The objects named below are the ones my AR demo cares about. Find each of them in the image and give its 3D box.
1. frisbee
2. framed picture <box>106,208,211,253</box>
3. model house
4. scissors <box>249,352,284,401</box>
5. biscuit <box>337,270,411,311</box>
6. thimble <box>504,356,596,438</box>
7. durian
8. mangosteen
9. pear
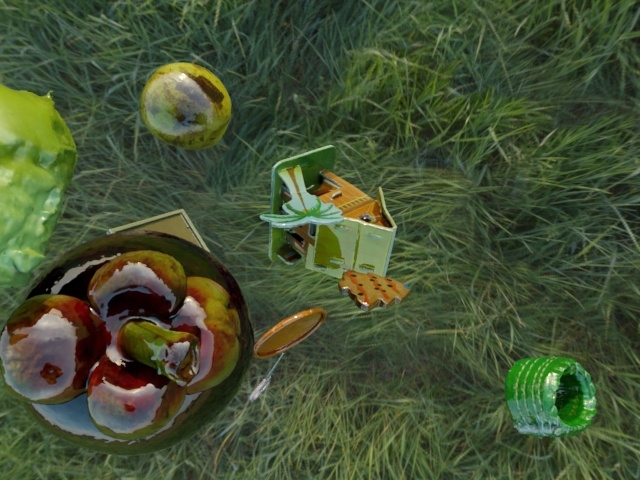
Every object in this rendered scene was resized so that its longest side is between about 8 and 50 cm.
[{"bbox_3d":[-0.073,0.204,1.110,0.192,0.192,0.035,-39,66,14],"label":"frisbee"},{"bbox_3d":[-0.341,0.082,1.190,0.020,0.240,0.324,-34,87,33],"label":"framed picture"},{"bbox_3d":[0.000,0.000,1.153,0.323,0.340,0.301,37,136,33],"label":"model house"},{"bbox_3d":[-0.156,0.407,1.469,0.015,0.100,0.189,35,110,14],"label":"scissors"},{"bbox_3d":[0.093,0.080,0.818,0.129,0.119,0.019,4,115,-17],"label":"biscuit"},{"bbox_3d":[0.345,0.236,0.735,0.090,0.130,0.118,-21,104,52],"label":"thimble"},{"bbox_3d":[-0.453,-0.057,0.580,0.204,0.255,0.340,-13,56,51],"label":"durian"},{"bbox_3d":[-0.294,0.170,0.777,0.381,0.435,0.383,-1,95,-13],"label":"mangosteen"},{"bbox_3d":[-0.417,-0.416,1.531,0.283,0.283,0.284,1,96,13],"label":"pear"}]
